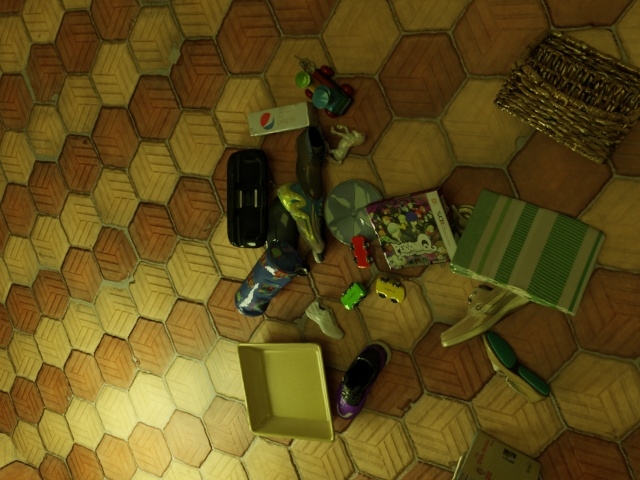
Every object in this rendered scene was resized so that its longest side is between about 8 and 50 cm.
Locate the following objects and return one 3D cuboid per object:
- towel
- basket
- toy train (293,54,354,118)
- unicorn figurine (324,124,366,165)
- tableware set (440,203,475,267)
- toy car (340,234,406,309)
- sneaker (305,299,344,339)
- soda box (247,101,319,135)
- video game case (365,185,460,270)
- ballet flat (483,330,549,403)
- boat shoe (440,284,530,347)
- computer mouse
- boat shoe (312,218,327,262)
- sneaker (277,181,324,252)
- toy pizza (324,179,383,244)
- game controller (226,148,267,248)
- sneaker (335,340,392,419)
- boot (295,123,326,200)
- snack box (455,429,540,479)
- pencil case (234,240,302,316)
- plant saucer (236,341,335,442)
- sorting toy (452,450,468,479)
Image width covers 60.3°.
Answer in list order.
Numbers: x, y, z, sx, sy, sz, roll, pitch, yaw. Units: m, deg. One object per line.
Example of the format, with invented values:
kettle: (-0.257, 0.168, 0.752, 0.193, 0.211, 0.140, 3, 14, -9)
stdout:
towel: (0.523, 0.026, 1.402, 0.324, 0.038, 0.248, 22, 78, 24)
basket: (0.581, -0.340, 1.259, 0.299, 0.213, 0.223, 36, 114, 17)
toy train: (-0.030, -0.463, 1.593, 0.248, 0.143, 0.105, 45, 115, 13)
unicorn figurine: (0.070, -0.292, 1.628, 0.111, 0.060, 0.162, 39, 131, 16)
tableware set: (0.394, -0.002, 1.518, 0.128, 0.039, 0.194, 7, 102, 26)
toy car: (0.138, 0.125, 1.650, 0.239, 0.053, 0.225, 53, 132, 17)
sneaker: (0.021, 0.252, 1.751, 0.152, 0.053, 0.061, 42, 112, 15)
soda box: (-0.116, -0.373, 1.697, 0.216, 0.069, 0.074, -4, 97, 28)
video game case: (0.262, -0.028, 1.532, 0.232, 0.042, 0.210, -11, 110, 38)
ballet flat: (0.516, 0.352, 1.502, 0.232, 0.080, 0.073, 47, 131, 14)
boat shoe: (0.455, 0.170, 1.481, 0.341, 0.121, 0.110, -37, 74, 17)
computer mouse: (-0.120, -0.020, 1.763, 0.188, 0.072, 0.273, 11, 104, 26)
boat shoe: (0.000, 0.000, 1.718, 0.040, 0.049, 0.142, -3, 96, 27)
sneaker: (-0.025, -0.086, 1.667, 0.126, 0.091, 0.240, -30, 82, -8)
toy pizza: (0.106, -0.083, 1.656, 0.201, 0.032, 0.202, 6, 104, 25)
game controller: (-0.237, -0.134, 1.782, 0.166, 0.067, 0.320, 1, 92, 30)
sneaker: (0.103, 0.444, 1.690, 0.102, 0.146, 0.294, 32, 112, 19)
boot: (-0.026, -0.232, 1.625, 0.106, 0.082, 0.219, 137, 124, -68)
snack box: (0.457, 0.642, 1.443, 0.187, 0.322, 0.060, 25, 113, 22)
pencil case: (-0.165, 0.125, 1.750, 0.306, 0.133, 0.120, -50, 43, 42)
plant saucer: (-0.105, 0.491, 1.845, 0.332, 0.081, 0.333, -5, 97, 27)
sorting toy: (0.490, 0.734, 1.610, 0.208, 0.038, 0.193, 19, 108, 18)
